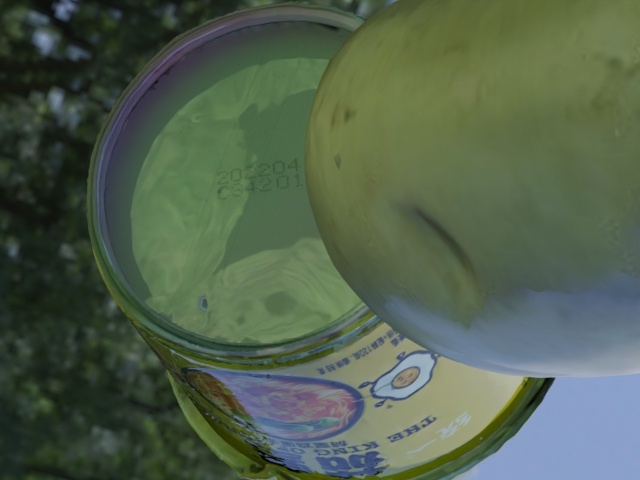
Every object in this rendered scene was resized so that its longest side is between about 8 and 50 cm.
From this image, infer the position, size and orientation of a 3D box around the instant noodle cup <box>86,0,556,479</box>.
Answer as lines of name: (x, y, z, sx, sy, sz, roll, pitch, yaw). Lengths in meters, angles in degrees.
instant noodle cup: (0.000, 0.000, 1.289, 0.325, 0.254, 0.326, -5, -110, 14)

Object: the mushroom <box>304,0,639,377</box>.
mushroom: (0.140, -0.059, 0.873, 0.315, 0.315, 0.356, -59, -150, 19)
